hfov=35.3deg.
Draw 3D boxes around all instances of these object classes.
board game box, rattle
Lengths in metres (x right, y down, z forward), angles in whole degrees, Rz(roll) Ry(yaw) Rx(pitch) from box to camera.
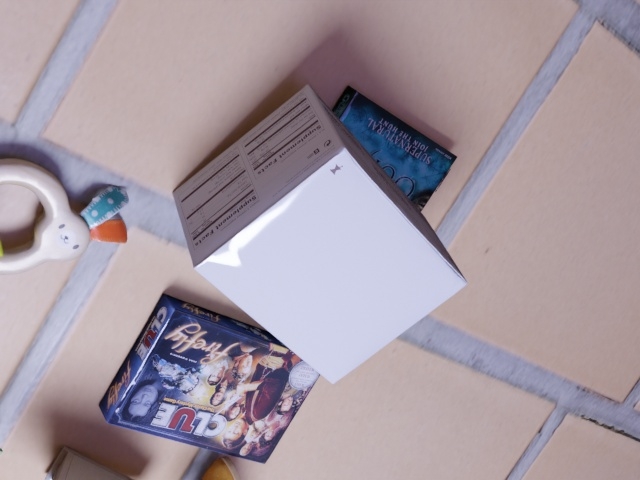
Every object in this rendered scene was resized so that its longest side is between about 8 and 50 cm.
[{"bbox_3d":[-0.129,0.178,1.250,0.243,0.042,0.165,24,102,-36],"label":"board game box"},{"bbox_3d":[0.069,-0.092,1.228,0.186,0.026,0.126,26,100,-37],"label":"board game box"},{"bbox_3d":[-0.272,-0.008,1.014,0.199,0.142,0.130,15,89,-28],"label":"rattle"}]

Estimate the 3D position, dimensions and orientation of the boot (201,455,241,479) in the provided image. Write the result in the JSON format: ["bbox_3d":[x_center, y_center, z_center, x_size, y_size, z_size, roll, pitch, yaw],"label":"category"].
[{"bbox_3d":[-0.212,0.417,1.293,0.211,0.104,0.295,-5,121,-28],"label":"boot"}]

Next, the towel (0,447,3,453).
[{"bbox_3d":[-0.437,0.231,1.083,0.113,0.023,0.152,-44,130,3],"label":"towel"}]

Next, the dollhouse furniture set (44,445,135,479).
[{"bbox_3d":[-0.273,0.445,1.147,0.286,0.198,0.303,29,95,-10],"label":"dollhouse furniture set"}]

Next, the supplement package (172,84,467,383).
[{"bbox_3d":[0.000,0.000,1.139,0.204,0.145,0.262,-38,128,10],"label":"supplement package"}]
